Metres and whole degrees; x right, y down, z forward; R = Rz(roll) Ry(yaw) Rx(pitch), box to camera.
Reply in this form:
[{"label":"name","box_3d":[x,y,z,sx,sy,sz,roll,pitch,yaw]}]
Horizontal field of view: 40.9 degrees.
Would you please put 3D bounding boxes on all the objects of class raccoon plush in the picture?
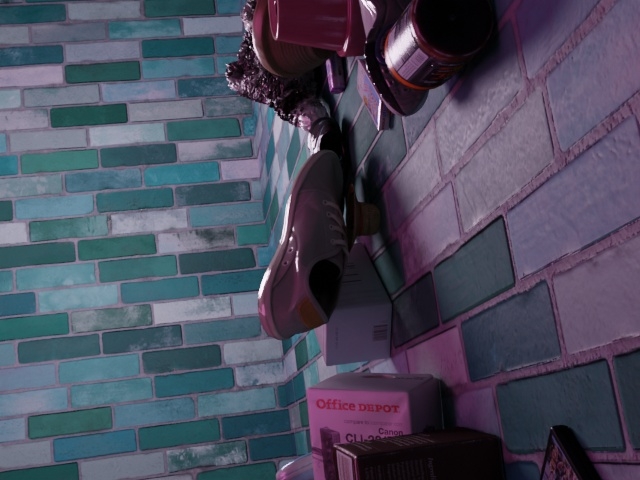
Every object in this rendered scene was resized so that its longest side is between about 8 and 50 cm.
[{"label":"raccoon plush","box_3d":[-0.057,-0.484,2.158,0.446,0.216,0.299,35,121,39]}]

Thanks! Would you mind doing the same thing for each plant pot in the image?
[{"label":"plant pot","box_3d":[-0.023,-0.450,1.795,0.109,0.237,0.237,25,129,35]},{"label":"plant pot","box_3d":[-0.002,-0.449,1.626,0.201,0.180,0.201,175,90,-79]}]

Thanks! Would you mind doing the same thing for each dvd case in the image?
[{"label":"dvd case","box_3d":[0.275,0.352,0.927,0.180,0.022,0.253,-109,16,-57]}]

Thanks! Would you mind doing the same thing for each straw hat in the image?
[{"label":"straw hat","box_3d":[0.086,-0.042,1.682,0.144,0.061,0.145,-177,90,-84]}]

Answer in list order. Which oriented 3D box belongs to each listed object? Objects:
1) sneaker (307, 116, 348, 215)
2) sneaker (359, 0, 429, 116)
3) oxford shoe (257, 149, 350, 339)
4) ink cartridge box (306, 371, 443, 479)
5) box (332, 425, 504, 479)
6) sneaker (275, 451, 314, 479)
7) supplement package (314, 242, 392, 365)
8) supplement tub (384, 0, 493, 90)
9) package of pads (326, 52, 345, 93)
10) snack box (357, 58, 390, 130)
[{"label":"sneaker","box_3d":[0.013,-0.143,1.940,0.106,0.101,0.267,-140,45,-73]},{"label":"sneaker","box_3d":[0.118,-0.311,1.316,0.129,0.111,0.297,69,-167,-63]},{"label":"oxford shoe","box_3d":[0.000,0.000,1.662,0.169,0.130,0.449,59,-147,-40]},{"label":"ink cartridge box","box_3d":[0.096,0.362,1.405,0.114,0.197,0.273,-6,-88,-57]},{"label":"box","box_3d":[0.137,0.360,1.194,0.168,0.203,0.167,137,127,-78]},{"label":"sneaker","box_3d":[0.067,0.489,1.560,0.127,0.319,0.208,-40,54,32]},{"label":"supplement package","box_3d":[0.050,0.125,1.766,0.244,0.133,0.139,-112,19,-58]},{"label":"supplement tub","box_3d":[0.144,-0.257,1.110,0.198,0.106,0.106,151,113,-80]},{"label":"package of pads","box_3d":[0.033,-0.370,1.896,0.050,0.032,0.083,123,140,-79]},{"label":"snack box","box_3d":[0.098,-0.275,1.603,0.178,0.022,0.064,-108,17,-53]}]
